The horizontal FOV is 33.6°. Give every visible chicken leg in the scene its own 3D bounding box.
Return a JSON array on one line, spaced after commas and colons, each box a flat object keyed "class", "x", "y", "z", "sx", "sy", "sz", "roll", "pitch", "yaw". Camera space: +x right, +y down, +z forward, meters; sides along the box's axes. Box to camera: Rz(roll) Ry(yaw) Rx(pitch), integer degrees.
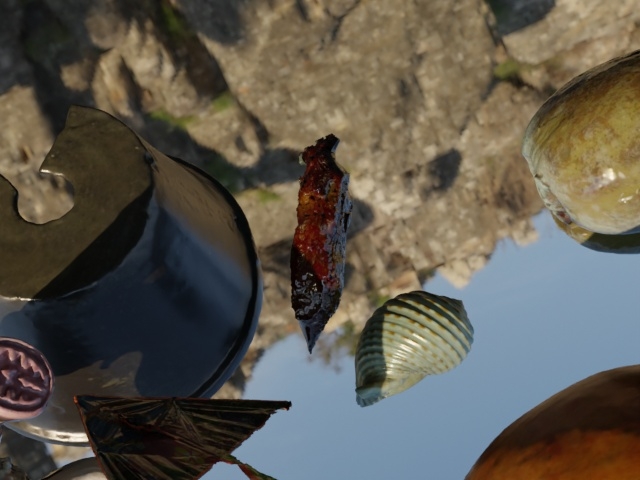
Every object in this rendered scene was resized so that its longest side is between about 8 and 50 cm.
[{"class": "chicken leg", "x": 0.000, "y": 0.000, "z": 1.150, "sx": 0.063, "sy": 0.234, "sz": 0.105, "roll": 1, "pitch": 163, "yaw": 13}]

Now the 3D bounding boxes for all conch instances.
[{"class": "conch", "x": 0.096, "y": 0.116, "z": 1.176, "sx": 0.153, "sy": 0.102, "sz": 0.135, "roll": -22, "pitch": 153, "yaw": -4}]

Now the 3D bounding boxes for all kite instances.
[{"class": "kite", "x": -0.075, "y": 0.116, "z": 0.606, "sx": 0.159, "sy": 0.010, "sz": 0.190, "roll": 19, "pitch": -161, "yaw": 17}]

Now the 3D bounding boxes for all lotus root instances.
[{"class": "lotus root", "x": 0.301, "y": -0.090, "z": 0.736, "sx": 0.322, "sy": 0.140, "sz": 0.158, "roll": -18, "pitch": 159, "yaw": 5}]

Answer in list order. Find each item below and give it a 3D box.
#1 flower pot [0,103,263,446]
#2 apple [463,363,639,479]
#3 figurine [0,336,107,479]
[{"class": "flower pot", "x": -0.254, "y": 0.019, "z": 1.142, "sx": 0.379, "sy": 0.379, "sz": 0.251, "roll": -27, "pitch": 156, "yaw": -11}, {"class": "apple", "x": 0.199, "y": 0.206, "z": 0.582, "sx": 0.299, "sy": 0.299, "sz": 0.275, "roll": -26, "pitch": -149, "yaw": -4}, {"class": "figurine", "x": -0.225, "y": 0.260, "z": 0.903, "sx": 0.253, "sy": 0.361, "sz": 0.211, "roll": -48, "pitch": -178, "yaw": 8}]
